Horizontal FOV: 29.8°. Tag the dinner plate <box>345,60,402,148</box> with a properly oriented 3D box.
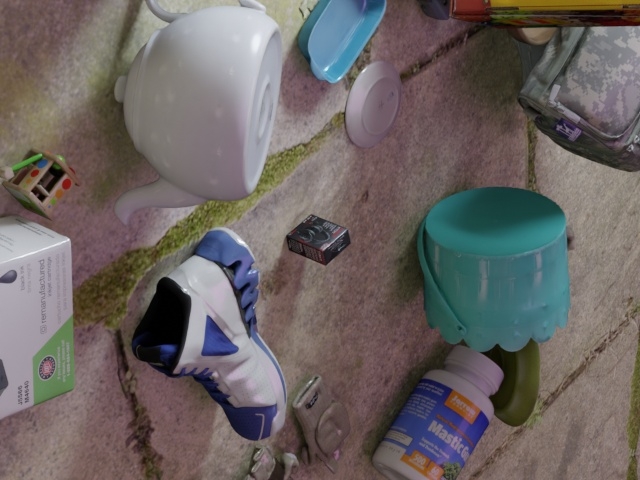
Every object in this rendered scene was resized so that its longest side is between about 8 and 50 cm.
[{"bbox_3d":[0.089,-0.211,1.884,0.141,0.017,0.141,-28,128,-44],"label":"dinner plate"}]

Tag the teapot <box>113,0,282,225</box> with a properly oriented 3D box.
[{"bbox_3d":[-0.156,-0.178,1.458,0.252,0.187,0.256,95,8,-51],"label":"teapot"}]

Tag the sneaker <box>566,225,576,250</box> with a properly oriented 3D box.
[{"bbox_3d":[0.408,0.035,2.333,0.252,0.111,0.103,-47,139,-27],"label":"sneaker"}]

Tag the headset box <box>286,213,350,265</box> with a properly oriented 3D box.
[{"bbox_3d":[0.000,0.000,1.817,0.062,0.083,0.032,-41,136,-31],"label":"headset box"}]

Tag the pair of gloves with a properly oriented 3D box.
[{"bbox_3d":[-0.039,0.361,1.985,0.240,0.042,0.204,-56,139,-20],"label":"pair of gloves"}]

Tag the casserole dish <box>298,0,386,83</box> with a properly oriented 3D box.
[{"bbox_3d":[0.028,-0.316,1.736,0.188,0.037,0.114,-58,143,-14],"label":"casserole dish"}]

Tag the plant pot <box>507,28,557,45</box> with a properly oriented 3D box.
[{"bbox_3d":[0.344,-0.452,2.011,0.237,0.110,0.237,-28,128,-43],"label":"plant pot"}]

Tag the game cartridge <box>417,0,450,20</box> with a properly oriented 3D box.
[{"bbox_3d":[0.166,-0.523,1.794,0.230,0.068,0.355,-57,143,-9],"label":"game cartridge"}]

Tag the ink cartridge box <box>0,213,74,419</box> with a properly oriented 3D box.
[{"bbox_3d":[-0.412,0.106,1.315,0.273,0.115,0.198,-22,124,-45],"label":"ink cartridge box"}]

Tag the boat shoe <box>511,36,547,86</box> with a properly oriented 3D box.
[{"bbox_3d":[0.398,-0.332,2.137,0.079,0.081,0.227,-25,118,-21],"label":"boat shoe"}]

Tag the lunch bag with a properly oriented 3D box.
[{"bbox_3d":[0.477,-0.293,2.017,0.256,0.212,0.305,29,91,-46],"label":"lunch bag"}]

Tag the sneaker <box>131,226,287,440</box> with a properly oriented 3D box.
[{"bbox_3d":[-0.167,0.154,1.663,0.182,0.127,0.315,-32,124,-34],"label":"sneaker"}]

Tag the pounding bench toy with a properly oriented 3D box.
[{"bbox_3d":[-0.327,-0.077,1.386,0.065,0.052,0.083,-55,142,-18],"label":"pounding bench toy"}]

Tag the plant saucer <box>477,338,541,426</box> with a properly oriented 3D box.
[{"bbox_3d":[0.351,0.236,2.298,0.037,0.241,0.241,1,110,-17],"label":"plant saucer"}]

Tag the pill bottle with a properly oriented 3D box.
[{"bbox_3d":[0.225,0.334,2.214,0.272,0.152,0.152,-55,142,-17],"label":"pill bottle"}]

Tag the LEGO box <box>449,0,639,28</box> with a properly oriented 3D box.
[{"bbox_3d":[0.399,-0.562,1.712,0.193,0.372,0.500,-7,101,-58],"label":"LEGO box"}]

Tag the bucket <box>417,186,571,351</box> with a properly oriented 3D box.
[{"bbox_3d":[0.302,0.041,2.076,0.281,0.281,0.183,-33,130,-39],"label":"bucket"}]
